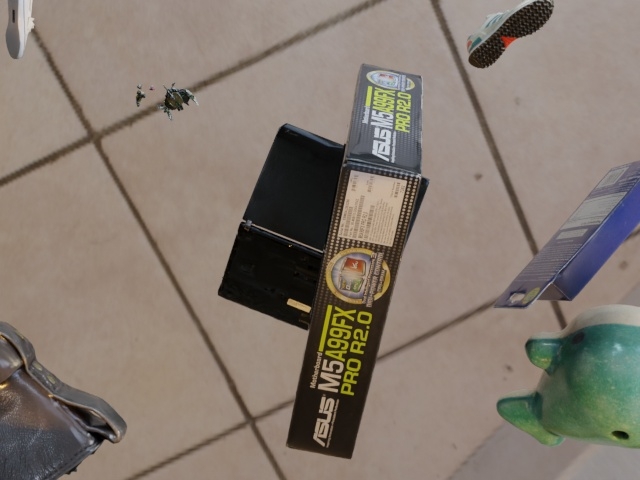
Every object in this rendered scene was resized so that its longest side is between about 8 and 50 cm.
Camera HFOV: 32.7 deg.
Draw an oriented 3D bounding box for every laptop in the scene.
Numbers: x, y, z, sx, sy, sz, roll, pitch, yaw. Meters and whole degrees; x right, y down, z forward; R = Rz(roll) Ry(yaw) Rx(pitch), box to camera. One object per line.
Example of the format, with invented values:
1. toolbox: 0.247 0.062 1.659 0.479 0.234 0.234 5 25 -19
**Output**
1. laptop: 0.000 0.000 1.615 0.234 0.136 0.264 22 135 0

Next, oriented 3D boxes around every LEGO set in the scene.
1. LEGO set: -0.203 -0.190 1.444 0.083 0.023 0.054 23 120 -13

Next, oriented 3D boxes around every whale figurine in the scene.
1. whale figurine: 0.324 0.192 1.293 0.216 0.141 0.272 35 136 -16

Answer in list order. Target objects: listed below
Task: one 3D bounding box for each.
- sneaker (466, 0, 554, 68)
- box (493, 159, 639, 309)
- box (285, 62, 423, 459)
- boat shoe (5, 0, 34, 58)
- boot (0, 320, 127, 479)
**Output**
1. sneaker: 0.292 -0.345 1.721 0.057 0.075 0.161 29 127 -34
2. box: 0.292 0.003 1.219 0.036 0.136 0.225 44 83 -4
3. box: 0.031 0.014 0.929 0.060 0.216 0.270 11 119 -1
4. boat shoe: -0.408 -0.298 1.498 0.035 0.035 0.100 -18 123 -45
5. boot: -0.257 0.077 0.533 0.263 0.091 0.229 -27 102 7
